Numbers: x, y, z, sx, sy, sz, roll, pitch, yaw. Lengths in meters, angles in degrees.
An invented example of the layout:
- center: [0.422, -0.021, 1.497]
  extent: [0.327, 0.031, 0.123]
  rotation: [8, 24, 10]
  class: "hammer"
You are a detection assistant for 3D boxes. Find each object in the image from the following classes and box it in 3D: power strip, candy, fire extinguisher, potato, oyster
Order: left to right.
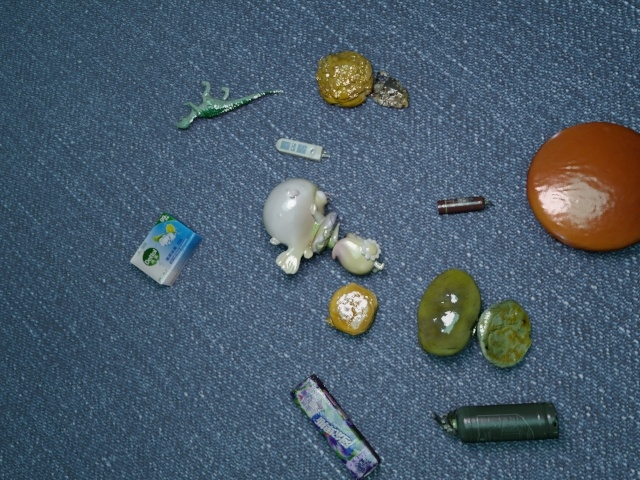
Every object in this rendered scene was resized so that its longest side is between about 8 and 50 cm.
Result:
- center: [-0.058, -0.289, 1.672]
  extent: [0.191, 0.030, 0.048]
  rotation: [15, 83, 14]
  class: "power strip"
- center: [0.041, 0.525, 1.483]
  extent: [0.088, 0.061, 0.312]
  rotation: [-42, 75, 4]
  class: "candy"
- center: [0.220, -0.468, 1.638]
  extent: [0.148, 0.051, 0.103]
  rotation: [33, 88, 15]
  class: "oyster"
- center: [0.356, 0.200, 1.443]
  extent: [0.169, 0.143, 0.248]
  rotation: [12, 73, 23]
  class: "potato"
- center: [0.424, -0.106, 1.535]
  extent: [0.158, 0.043, 0.064]
  rotation: [-5, 36, 10]
  class: "fire extinguisher"
- center: [0.460, 0.480, 1.385]
  extent: [0.311, 0.115, 0.095]
  rotation: [-8, 38, 11]
  class: "fire extinguisher"

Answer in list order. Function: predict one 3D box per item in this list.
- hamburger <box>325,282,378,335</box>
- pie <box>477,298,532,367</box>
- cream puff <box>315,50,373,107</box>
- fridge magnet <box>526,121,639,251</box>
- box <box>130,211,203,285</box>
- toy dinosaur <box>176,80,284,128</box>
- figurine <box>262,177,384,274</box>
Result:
- center: [0.092, 0.201, 1.524]
  extent: [0.138, 0.083, 0.147]
  rotation: [25, 82, 19]
  class: "hamburger"
- center: [0.496, 0.251, 1.411]
  extent: [0.186, 0.041, 0.187]
  rotation: [0, 89, -24]
  class: "pie"
- center: [0.072, -0.512, 1.634]
  extent: [0.188, 0.129, 0.189]
  rotation: [-3, 79, 13]
  class: "cream puff"
- center: [0.747, -0.146, 1.418]
  extent: [0.363, 0.155, 0.364]
  rotation: [-2, 79, 11]
  class: "fridge magnet"
- center: [-0.491, 0.028, 1.677]
  extent: [0.139, 0.073, 0.194]
  rotation: [32, 87, 15]
  class: "box"
- center: [-0.323, -0.486, 1.742]
  extent: [0.382, 0.076, 0.130]
  rotation: [-21, 83, 11]
  class: "toy dinosaur"
- center: [0.000, 0.000, 1.534]
  extent: [0.394, 0.227, 0.275]
  rotation: [31, 73, 2]
  class: "figurine"
